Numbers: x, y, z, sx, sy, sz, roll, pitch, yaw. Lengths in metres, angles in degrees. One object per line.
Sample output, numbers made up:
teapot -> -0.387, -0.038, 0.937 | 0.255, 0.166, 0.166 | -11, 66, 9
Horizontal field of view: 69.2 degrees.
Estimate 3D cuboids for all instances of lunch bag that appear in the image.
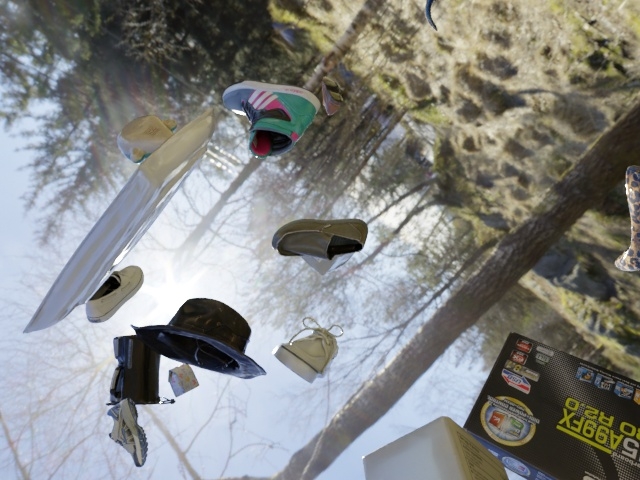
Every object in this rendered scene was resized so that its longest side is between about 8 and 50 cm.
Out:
lunch bag -> -0.415, 0.417, 1.393 | 0.083, 0.053, 0.071 | 63, -157, 9

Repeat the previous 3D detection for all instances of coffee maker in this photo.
coffee maker -> -0.467, 0.342, 1.229 | 0.171, 0.178, 0.120 | 3, 163, -15

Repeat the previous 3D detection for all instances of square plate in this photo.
square plate -> -0.301, -0.043, 0.762 | 0.049, 0.344, 0.347 | 38, -157, -16

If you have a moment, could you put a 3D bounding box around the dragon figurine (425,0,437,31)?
dragon figurine -> 0.327, -0.694, 1.207 | 0.085, 0.144, 0.289 | 33, -127, -39

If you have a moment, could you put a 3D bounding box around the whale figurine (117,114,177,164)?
whale figurine -> -0.554, -0.321, 1.579 | 0.272, 0.216, 0.141 | 17, 146, 23

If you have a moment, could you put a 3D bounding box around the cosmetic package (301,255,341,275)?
cosmetic package -> 0.031, 0.027, 1.572 | 0.127, 0.107, 0.238 | 42, -164, 14

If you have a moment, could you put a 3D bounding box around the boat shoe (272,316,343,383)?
boat shoe -> -0.007, 0.284, 1.245 | 0.136, 0.156, 0.367 | 33, 174, 21

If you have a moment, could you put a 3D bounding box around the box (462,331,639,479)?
box -> 0.394, 0.289, 0.733 | 0.270, 0.216, 0.060 | 21, 141, 32

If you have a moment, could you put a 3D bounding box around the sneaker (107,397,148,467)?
sneaker -> -0.387, 0.389, 0.928 | 0.052, 0.058, 0.135 | 107, 142, -76

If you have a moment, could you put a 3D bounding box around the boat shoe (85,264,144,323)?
boat shoe -> -0.625, 0.136, 1.407 | 0.096, 0.088, 0.267 | 8, -150, 10

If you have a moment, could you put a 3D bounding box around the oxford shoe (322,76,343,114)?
oxford shoe -> 0.030, -0.539, 1.718 | 0.076, 0.076, 0.212 | 17, -139, -19

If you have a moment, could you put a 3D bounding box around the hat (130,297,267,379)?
hat -> -0.266, 0.212, 1.090 | 0.331, 0.134, 0.331 | 14, 152, 7

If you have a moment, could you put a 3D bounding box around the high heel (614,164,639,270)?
high heel -> 0.662, -0.042, 0.977 | 0.186, 0.093, 0.261 | 52, 164, 16

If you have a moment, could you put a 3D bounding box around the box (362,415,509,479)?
box -> 0.144, 0.348, 0.429 | 0.148, 0.121, 0.311 | 44, -158, -27

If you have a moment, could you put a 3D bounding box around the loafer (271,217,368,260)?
loafer -> 0.000, 0.000, 1.170 | 0.087, 0.251, 0.094 | -96, -4, -51

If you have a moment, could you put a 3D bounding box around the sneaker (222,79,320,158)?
sneaker -> -0.159, -0.306, 1.204 | 0.295, 0.178, 0.124 | 13, 160, 29
